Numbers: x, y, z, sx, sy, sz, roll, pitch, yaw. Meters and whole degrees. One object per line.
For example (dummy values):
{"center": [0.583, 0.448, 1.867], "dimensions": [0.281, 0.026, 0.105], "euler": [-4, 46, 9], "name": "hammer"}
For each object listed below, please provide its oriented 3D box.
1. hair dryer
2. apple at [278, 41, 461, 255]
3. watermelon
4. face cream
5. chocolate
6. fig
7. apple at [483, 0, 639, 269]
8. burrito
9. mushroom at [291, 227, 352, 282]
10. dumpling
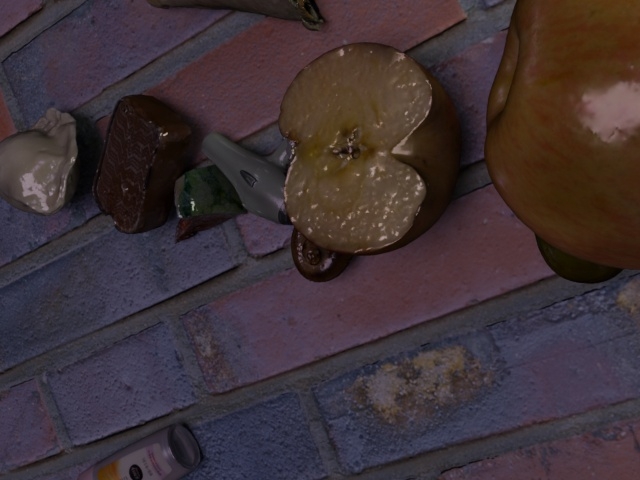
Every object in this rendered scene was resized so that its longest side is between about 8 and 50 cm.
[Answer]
{"center": [-0.083, -0.171, 1.485], "dimensions": [0.229, 0.092, 0.267], "euler": [17, 87, 35], "name": "hair dryer"}
{"center": [0.081, -0.119, 1.344], "dimensions": [0.251, 0.163, 0.293], "euler": [3, 85, 33], "name": "apple"}
{"center": [-0.192, -0.065, 1.569], "dimensions": [0.158, 0.121, 0.098], "euler": [116, 139, -68], "name": "watermelon"}
{"center": [-0.336, 0.426, 1.705], "dimensions": [0.269, 0.073, 0.107], "euler": [-33, 74, 29], "name": "face cream"}
{"center": [-0.297, -0.124, 1.575], "dimensions": [0.148, 0.093, 0.214], "euler": [42, 124, 34], "name": "chocolate"}
{"center": [0.314, -0.028, 1.274], "dimensions": [0.236, 0.124, 0.124], "euler": [35, 113, 37], "name": "fig"}
{"center": [0.365, -0.163, 1.050], "dimensions": [0.346, 0.391, 0.392], "euler": [13, 106, -6], "name": "apple"}
{"center": [-0.149, -0.434, 1.455], "dimensions": [0.347, 0.107, 0.175], "euler": [15, 118, 27], "name": "burrito"}
{"center": [0.006, 0.003, 1.448], "dimensions": [0.126, 0.085, 0.109], "euler": [-48, 31, 22], "name": "mushroom"}
{"center": [-0.493, -0.142, 1.661], "dimensions": [0.193, 0.147, 0.258], "euler": [-53, 44, 5], "name": "dumpling"}
